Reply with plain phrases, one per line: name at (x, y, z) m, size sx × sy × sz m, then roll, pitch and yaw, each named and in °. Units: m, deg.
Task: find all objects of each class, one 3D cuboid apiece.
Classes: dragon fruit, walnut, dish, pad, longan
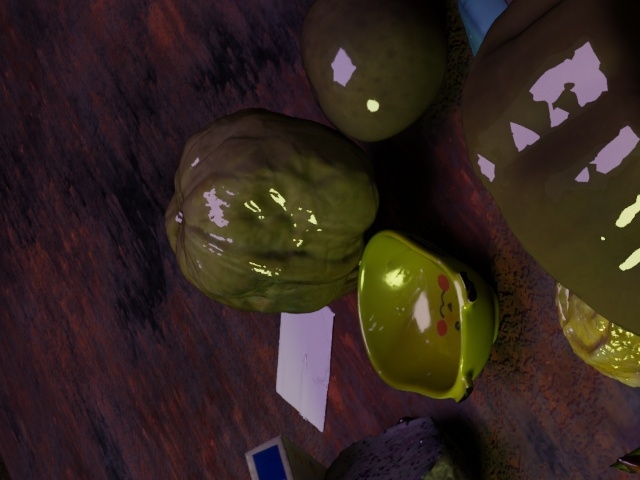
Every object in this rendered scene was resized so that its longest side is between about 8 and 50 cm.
dragon fruit at (0.129, 0.391, 1.939) m, size 0.204 × 0.221 × 0.283 m, roll 53°, pitch -169°, yaw -13°
walnut at (-0.068, -0.034, 1.917) m, size 0.253 × 0.276 × 0.282 m, roll -141°, pitch 66°, yaw -69°
dish at (0.160, 0.095, 1.889) m, size 0.262 × 0.108 × 0.221 m, roll 21°, pitch 117°, yaw 56°
pad at (-0.028, 0.186, 2.324) m, size 0.156 × 0.004 × 0.232 m, roll 36°, pitch 129°, yaw 48°
longan at (0.072, -0.241, 1.851) m, size 0.196 × 0.196 × 0.220 m, roll -33°, pitch 62°, yaw 57°

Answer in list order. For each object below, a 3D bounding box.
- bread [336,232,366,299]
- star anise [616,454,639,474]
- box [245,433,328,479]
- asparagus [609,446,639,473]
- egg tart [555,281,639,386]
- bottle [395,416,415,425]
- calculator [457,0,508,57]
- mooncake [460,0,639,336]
bread at (0.000, 0.000, 2.116) m, size 0.132 × 0.114 × 0.191 m, roll 16°, pitch 115°, yaw 41°
star anise at (0.419, 0.268, 1.589) m, size 0.140 × 0.144 × 0.158 m, roll -18°, pitch 91°, yaw 14°
box at (0.012, 0.430, 2.044) m, size 0.343 × 0.065 × 0.200 m, roll 48°, pitch -160°, yaw -54°
asparagus at (0.403, 0.217, 1.605) m, size 0.236 × 0.034 × 0.027 m, roll -54°, pitch 46°, yaw 48°
egg tart at (0.334, 0.059, 1.617) m, size 0.252 × 0.098 × 0.232 m, roll -45°, pitch 58°, yaw 58°
bottle at (0.123, 0.304, 2.082) m, size 0.063 × 0.047 × 0.101 m, roll 26°, pitch 121°, yaw 20°
calculator at (0.239, -0.126, 1.558) m, size 0.386 × 0.054 × 0.256 m, roll -111°, pitch -2°, yaw -48°
mooncake at (0.330, -0.113, 1.305) m, size 0.201 × 0.378 × 0.378 m, roll -40°, pitch 65°, yaw 50°
